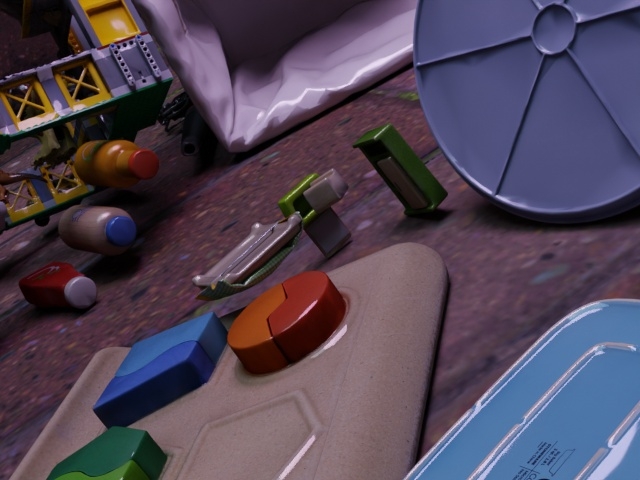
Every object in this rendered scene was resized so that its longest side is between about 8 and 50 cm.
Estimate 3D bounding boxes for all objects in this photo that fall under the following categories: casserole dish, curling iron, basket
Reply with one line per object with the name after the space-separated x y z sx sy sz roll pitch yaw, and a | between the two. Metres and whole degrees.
0.086 0.076 0.317 0.188 0.037 0.114 -40 24 -25 | casserole dish
-0.143 -0.123 1.041 0.068 0.035 0.274 -33 21 1 | curling iron
-0.035 -0.319 0.954 0.331 0.328 0.266 -29 19 1 | basket

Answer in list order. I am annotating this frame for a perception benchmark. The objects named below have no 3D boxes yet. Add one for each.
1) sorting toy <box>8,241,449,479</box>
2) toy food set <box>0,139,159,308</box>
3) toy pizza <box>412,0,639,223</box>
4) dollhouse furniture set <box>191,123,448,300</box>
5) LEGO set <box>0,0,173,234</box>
-0.068 0.107 0.428 0.229 0.041 0.307 -19 23 23 | sorting toy
-0.231 0.004 0.750 0.232 0.111 0.104 -28 19 -31 | toy food set
0.130 -0.109 0.501 0.032 0.201 0.201 -4 0 -43 | toy pizza
0.000 0.000 0.569 0.152 0.058 0.076 -43 12 -20 | dollhouse furniture set
-0.285 -0.144 0.871 0.255 0.192 0.331 -27 -7 -17 | LEGO set
